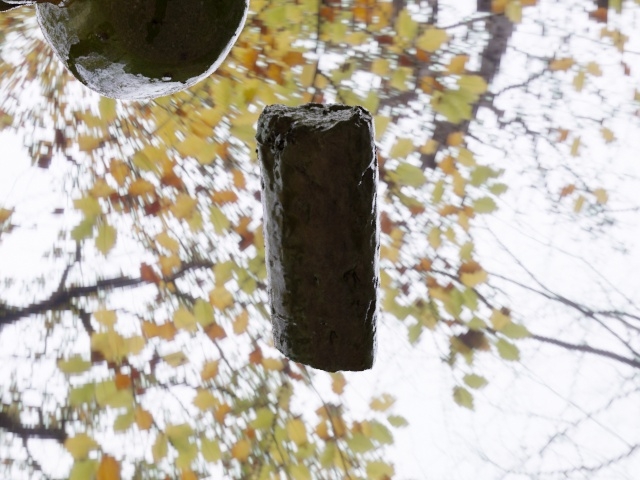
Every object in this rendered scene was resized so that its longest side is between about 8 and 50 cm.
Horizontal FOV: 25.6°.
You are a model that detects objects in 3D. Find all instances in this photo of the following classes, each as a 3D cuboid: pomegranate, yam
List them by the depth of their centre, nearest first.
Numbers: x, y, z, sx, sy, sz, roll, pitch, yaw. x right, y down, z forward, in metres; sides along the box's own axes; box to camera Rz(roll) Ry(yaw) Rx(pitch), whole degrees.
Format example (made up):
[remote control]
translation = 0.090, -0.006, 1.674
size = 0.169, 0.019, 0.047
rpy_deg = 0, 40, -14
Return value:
[yam]
translation = 0.000, 0.000, 0.895
size = 0.078, 0.078, 0.179
rpy_deg = -5, -68, -9
[pomegranate]
translation = -0.172, -0.208, 1.215
size = 0.246, 0.198, 0.198
rpy_deg = -38, -72, -45
